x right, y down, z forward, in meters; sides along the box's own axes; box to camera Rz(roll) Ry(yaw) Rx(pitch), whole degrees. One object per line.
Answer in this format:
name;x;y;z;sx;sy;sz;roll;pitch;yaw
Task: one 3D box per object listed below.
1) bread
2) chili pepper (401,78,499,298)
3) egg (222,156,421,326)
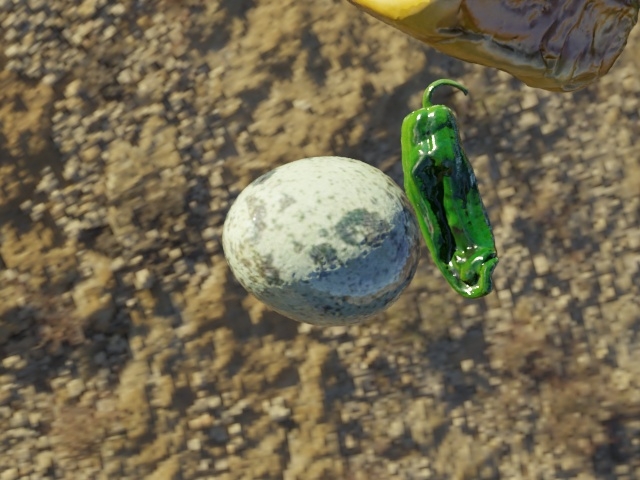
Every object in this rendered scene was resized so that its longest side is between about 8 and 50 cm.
bread;0.141;-0.222;1.330;0.294;0.167;0.132;13;106;-49
chili pepper;0.150;-0.057;1.795;0.074;0.100;0.257;-21;93;-68
egg;0.000;0.000;1.181;0.172;0.132;0.132;7;75;-42
